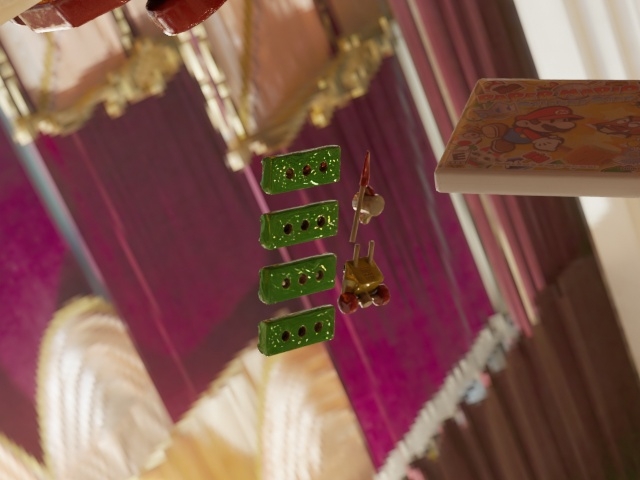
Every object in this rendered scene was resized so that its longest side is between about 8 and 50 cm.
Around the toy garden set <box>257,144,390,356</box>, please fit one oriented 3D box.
[{"bbox_3d":[0.000,0.000,2.018,0.204,0.244,0.049,-13,-157,-40],"label":"toy garden set"}]

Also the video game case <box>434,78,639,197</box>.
[{"bbox_3d":[0.236,-0.098,1.529,0.227,0.026,0.206,2,-150,17],"label":"video game case"}]

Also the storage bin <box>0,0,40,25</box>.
[{"bbox_3d":[-0.329,-0.267,1.261,0.262,0.260,0.123,-25,180,29],"label":"storage bin"}]

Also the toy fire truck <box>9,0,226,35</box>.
[{"bbox_3d":[-0.209,-0.310,1.715,0.254,0.169,0.302,-21,-148,36],"label":"toy fire truck"}]
